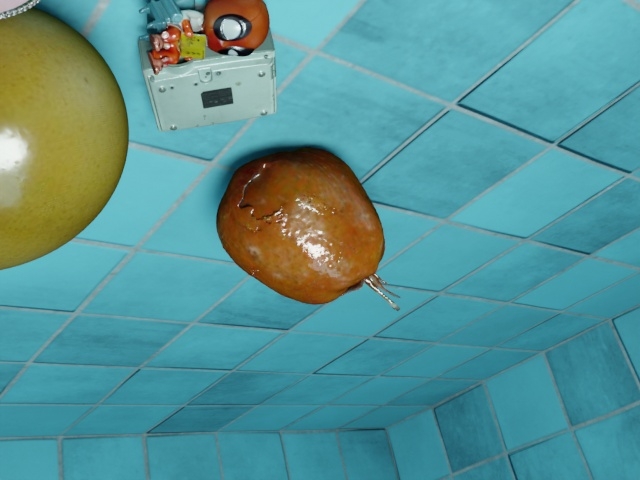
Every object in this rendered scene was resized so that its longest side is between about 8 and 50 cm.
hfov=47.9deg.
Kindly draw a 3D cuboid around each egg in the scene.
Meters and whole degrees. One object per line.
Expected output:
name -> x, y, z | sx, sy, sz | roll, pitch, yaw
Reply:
egg -> -0.336, -0.091, 0.707 | 0.323, 0.250, 0.250 | -27, 150, 32

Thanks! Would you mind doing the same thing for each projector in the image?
projector -> -0.125, -0.185, 0.834 | 0.147, 0.061, 0.115 | -11, 151, -8

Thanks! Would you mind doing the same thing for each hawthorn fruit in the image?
hawthorn fruit -> 0.000, 0.000, 1.019 | 0.211, 0.299, 0.211 | -47, 177, -3

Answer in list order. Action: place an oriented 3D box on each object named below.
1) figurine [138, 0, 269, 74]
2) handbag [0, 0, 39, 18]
figurine -> -0.117, -0.223, 0.755 | 0.140, 0.075, 0.068 | -16, 153, -18
handbag -> -0.268, -0.278, 0.535 | 0.179, 0.116, 0.205 | -1, 151, -21
